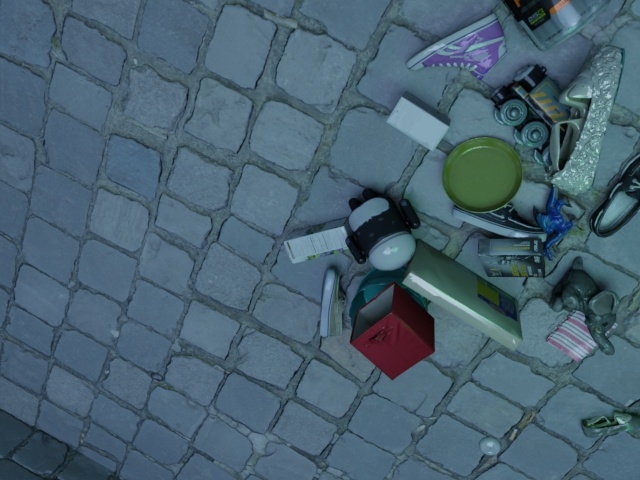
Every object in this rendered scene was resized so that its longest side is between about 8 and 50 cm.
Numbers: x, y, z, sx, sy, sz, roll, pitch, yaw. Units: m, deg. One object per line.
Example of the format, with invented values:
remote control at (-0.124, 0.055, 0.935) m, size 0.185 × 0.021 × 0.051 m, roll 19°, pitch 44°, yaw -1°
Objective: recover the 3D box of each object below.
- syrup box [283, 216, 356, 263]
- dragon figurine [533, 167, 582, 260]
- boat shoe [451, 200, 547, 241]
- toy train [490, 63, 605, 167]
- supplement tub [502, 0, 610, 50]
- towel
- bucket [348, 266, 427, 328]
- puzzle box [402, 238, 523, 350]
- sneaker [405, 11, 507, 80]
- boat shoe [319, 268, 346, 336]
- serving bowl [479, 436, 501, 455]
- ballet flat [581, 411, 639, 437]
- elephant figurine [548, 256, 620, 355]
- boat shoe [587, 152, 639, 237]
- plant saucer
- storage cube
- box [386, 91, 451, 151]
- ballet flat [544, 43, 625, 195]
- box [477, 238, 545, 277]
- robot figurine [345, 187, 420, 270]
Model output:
syrup box at (0.000, 0.000, 1.919) m, size 0.237 × 0.093 × 0.096 m, roll -15°, pitch 108°, yaw 21°
dragon figurine at (0.718, -0.072, 1.688) m, size 0.144 × 0.085 × 0.289 m, roll -25°, pitch 105°, yaw 23°
boat shoe at (0.565, -0.081, 1.693) m, size 0.301 × 0.108 × 0.102 m, roll 24°, pitch 110°, yaw 32°
toy train at (0.656, -0.351, 1.566) m, size 0.334 × 0.142 × 0.190 m, roll 45°, pitch 105°, yaw -4°
supplement tub at (0.567, -0.687, 1.398) m, size 0.207 × 0.207 × 0.338 m, roll -37°, pitch 98°, yaw 26°
towel at (0.889, 0.315, 1.837) m, size 0.144 × 0.029 × 0.197 m, roll 32°, pitch 117°, yaw 0°
bucket at (0.247, 0.228, 1.897) m, size 0.282 × 0.183 × 0.280 m, roll 6°, pitch 113°, yaw 13°
puzzle box at (0.467, 0.169, 1.759) m, size 0.409 × 0.272 × 0.052 m, roll 32°, pitch 117°, yaw 1°
sneaker at (0.401, -0.525, 1.577) m, size 0.282 × 0.102 × 0.161 m, roll -20°, pitch 109°, yaw 22°
boat shoe at (0.050, 0.233, 2.014) m, size 0.094 × 0.109 × 0.302 m, roll 3°, pitch 123°, yaw -2°
serving bowl at (0.666, 0.814, 2.116) m, size 0.084 × 0.027 × 0.083 m, roll 6°, pitch 115°, yaw 14°
ballet flat at (1.039, 0.648, 1.915) m, size 0.213 × 0.072 × 0.068 m, roll -24°, pitch 98°, yaw 24°
elephant figurine at (0.877, 0.213, 1.729) m, size 0.240 × 0.169 × 0.185 m, roll 29°, pitch 131°, yaw 9°
boat shoe at (0.922, -0.134, 1.599) m, size 0.115 × 0.091 × 0.302 m, roll 26°, pitch 117°, yaw 4°
plant saucer at (0.501, -0.200, 1.672) m, size 0.241 × 0.037 × 0.240 m, roll -3°, pitch 81°, yaw 19°
storage cube at (0.231, 0.287, 1.709) m, size 0.193 × 0.215 × 0.184 m, roll 42°, pitch 116°, yaw -11°
box at (0.303, -0.367, 1.654) m, size 0.171 × 0.130 × 0.091 m, roll 33°, pitch 117°, yaw 1°
ballet flat at (0.694, -0.326, 1.432) m, size 0.147 × 0.147 × 0.408 m, roll 11°, pitch 96°, yaw 11°
box at (0.606, 0.059, 1.699) m, size 0.183 × 0.231 × 0.056 m, roll -1°, pitch 69°, yaw 24°
robot figurine at (0.199, -0.034, 1.772) m, size 0.278 × 0.174 × 0.209 m, roll 63°, pitch 147°, yaw 23°
